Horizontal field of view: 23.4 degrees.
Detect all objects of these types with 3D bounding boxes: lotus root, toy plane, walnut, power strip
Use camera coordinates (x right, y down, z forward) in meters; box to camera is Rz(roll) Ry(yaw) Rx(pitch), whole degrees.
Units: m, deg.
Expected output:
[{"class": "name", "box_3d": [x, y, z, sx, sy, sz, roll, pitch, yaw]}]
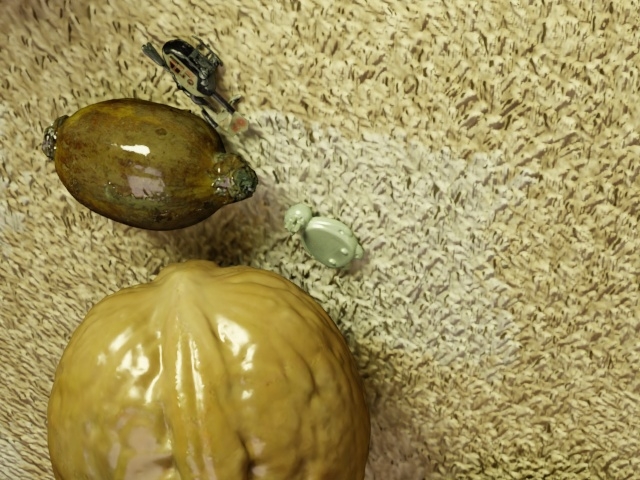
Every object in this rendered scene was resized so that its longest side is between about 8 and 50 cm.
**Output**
[{"class": "lotus root", "box_3d": [-0.158, -0.067, 1.425, 0.210, 0.120, 0.120, 13, 130, 15]}, {"class": "toy plane", "box_3d": [-0.108, -0.143, 1.396, 0.121, 0.031, 0.049, 44, 136, -10]}, {"class": "walnut", "box_3d": [-0.106, 0.171, 1.479, 0.333, 0.333, 0.332, 12, 130, 15]}, {"class": "power strip", "box_3d": [0.000, 0.000, 1.459, 0.083, 0.035, 0.055, 39, 131, -12]}]
